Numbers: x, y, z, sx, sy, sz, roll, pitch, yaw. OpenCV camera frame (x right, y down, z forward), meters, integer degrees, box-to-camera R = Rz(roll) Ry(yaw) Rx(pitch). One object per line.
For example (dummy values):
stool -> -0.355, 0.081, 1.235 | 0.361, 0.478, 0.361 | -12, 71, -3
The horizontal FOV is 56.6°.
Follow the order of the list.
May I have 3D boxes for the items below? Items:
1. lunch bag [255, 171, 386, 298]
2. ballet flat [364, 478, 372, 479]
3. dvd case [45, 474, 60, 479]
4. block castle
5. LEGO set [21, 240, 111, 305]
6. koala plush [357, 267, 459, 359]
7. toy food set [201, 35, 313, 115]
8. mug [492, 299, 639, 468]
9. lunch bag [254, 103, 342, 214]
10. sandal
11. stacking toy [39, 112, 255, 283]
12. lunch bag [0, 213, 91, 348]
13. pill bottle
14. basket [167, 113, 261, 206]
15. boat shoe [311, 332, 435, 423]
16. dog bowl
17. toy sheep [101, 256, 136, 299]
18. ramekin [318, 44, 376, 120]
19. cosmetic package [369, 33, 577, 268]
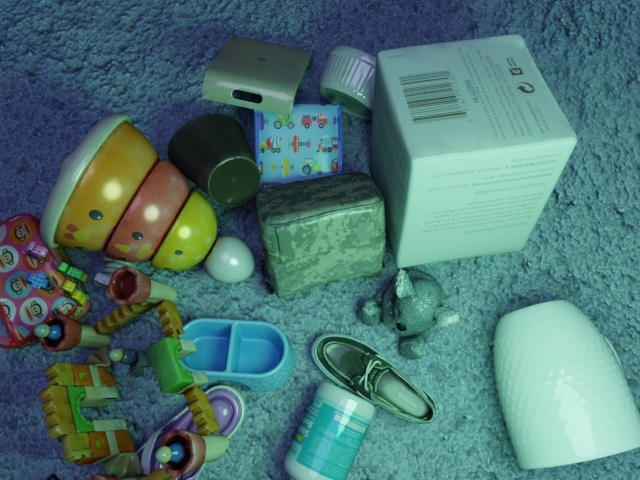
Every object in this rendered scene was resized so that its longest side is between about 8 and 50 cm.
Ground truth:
lunch bag -> 0.000, 0.000, 1.415 | 0.305, 0.212, 0.256 | -12, 120, -6
ballet flat -> 0.026, 0.650, 1.340 | 0.280, 0.095, 0.096 | -26, 91, -7
dvd case -> -0.632, 0.690, 1.343 | 0.180, 0.022, 0.253 | 39, 79, 7
block castle -> -0.418, 0.313, 1.261 | 0.303, 0.213, 0.453 | -32, 66, 14
LEGO set -> -0.574, 0.083, 1.332 | 0.227, 0.093, 0.087 | 25, 65, -12
koala plush -> 0.221, 0.148, 1.391 | 0.196, 0.221, 0.203 | 39, 79, 7
toy food set -> -0.151, -0.417, 1.510 | 0.219, 0.092, 0.306 | 12, 40, 1
mug -> 0.573, 0.314, 1.365 | 0.374, 0.276, 0.328 | 0, 67, -33
lunch bag -> -0.057, -0.190, 1.517 | 0.220, 0.138, 0.293 | -1, 86, -5
sandal -> -0.339, 0.500, 1.352 | 0.169, 0.102, 0.416 | 35, 77, 6
stacking toy -> -0.365, -0.046, 1.408 | 0.479, 0.350, 0.351 | 29, 77, -11
lunch bag -> -0.727, 0.108, 1.428 | 0.258, 0.120, 0.293 | -31, 81, -4
pill bottle -> 0.011, 0.467, 1.350 | 0.146, 0.146, 0.264 | 25, 77, 4
basket -> -0.241, -0.189, 1.432 | 0.204, 0.154, 0.227 | -26, 41, -14
boat shoe -> 0.133, 0.319, 1.401 | 0.335, 0.119, 0.121 | 28, 78, 4
dog bowl -> -0.209, 0.263, 1.403 | 0.297, 0.074, 0.166 | 4, 60, -1
toy sheep -> -0.494, 0.082, 1.454 | 0.091, 0.091, 0.132 | 13, 71, 1
ramekin -> 0.093, -0.395, 1.525 | 0.207, 0.207, 0.109 | 26, 87, 4
cosmetic package -> 0.304, -0.191, 1.342 | 0.327, 0.394, 0.329 | -9, 57, -4
